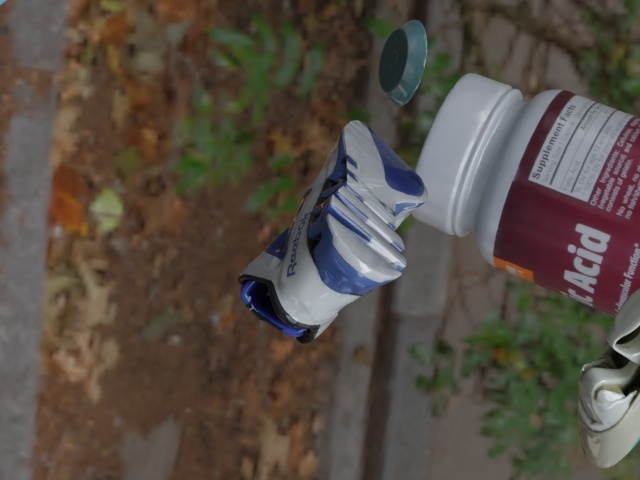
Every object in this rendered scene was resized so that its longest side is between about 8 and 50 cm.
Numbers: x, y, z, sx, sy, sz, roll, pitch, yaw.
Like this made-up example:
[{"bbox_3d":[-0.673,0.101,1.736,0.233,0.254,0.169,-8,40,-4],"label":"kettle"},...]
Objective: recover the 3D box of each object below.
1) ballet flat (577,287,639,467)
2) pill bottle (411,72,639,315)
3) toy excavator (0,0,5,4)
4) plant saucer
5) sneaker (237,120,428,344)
[{"bbox_3d":[0.287,0.112,1.554,0.086,0.086,0.248,-32,152,-59],"label":"ballet flat"},{"bbox_3d":[0.317,-0.041,1.929,0.224,0.392,0.224,-56,160,-33],"label":"pill bottle"},{"bbox_3d":[-0.209,-0.346,1.544,0.433,0.445,0.222,-54,137,-54],"label":"toy excavator"},{"bbox_3d":[0.106,-0.239,2.230,0.021,0.119,0.119,11,87,-23],"label":"plant saucer"},{"bbox_3d":[0.000,0.001,1.767,0.127,0.182,0.315,44,25,-10],"label":"sneaker"}]
